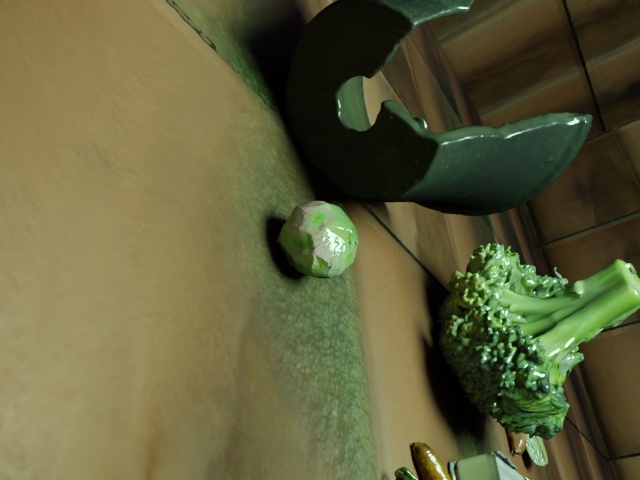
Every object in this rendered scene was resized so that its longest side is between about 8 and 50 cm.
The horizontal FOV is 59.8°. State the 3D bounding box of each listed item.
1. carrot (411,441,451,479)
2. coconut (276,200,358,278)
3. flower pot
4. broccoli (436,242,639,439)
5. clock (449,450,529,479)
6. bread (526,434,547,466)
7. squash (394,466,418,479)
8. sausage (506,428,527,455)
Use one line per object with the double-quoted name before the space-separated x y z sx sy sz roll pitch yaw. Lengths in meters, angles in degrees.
"carrot" 0.149 0.320 0.625 0.047 0.047 0.191 11 58 -61
"coconut" 0.000 0.000 0.554 0.082 0.081 0.083 -50 124 -49
"flower pot" 0.110 -0.181 0.700 0.251 0.379 0.380 -27 94 -44
"broccoli" 0.306 0.124 0.852 0.249 0.302 0.375 34 21 21
"clock" 0.235 0.387 0.704 0.147 0.071 0.192 44 34 -41
"bread" 0.414 0.362 1.131 0.112 0.036 0.193 39 33 -54
"squash" 0.150 0.375 0.543 0.319 0.071 0.080 67 20 -2
"sausage" 0.358 0.324 1.051 0.036 0.041 0.158 99 -11 -58
